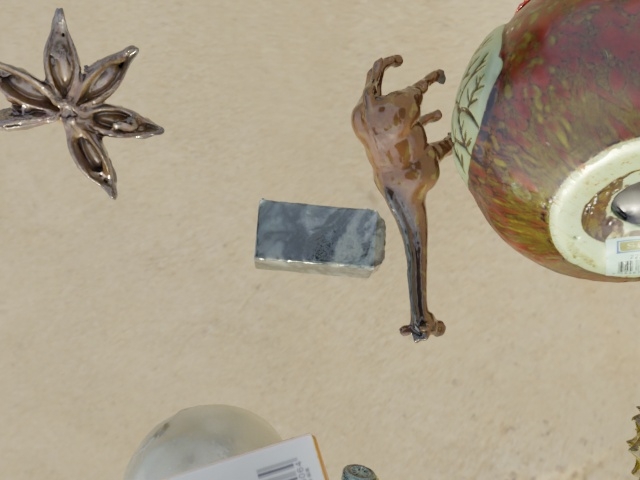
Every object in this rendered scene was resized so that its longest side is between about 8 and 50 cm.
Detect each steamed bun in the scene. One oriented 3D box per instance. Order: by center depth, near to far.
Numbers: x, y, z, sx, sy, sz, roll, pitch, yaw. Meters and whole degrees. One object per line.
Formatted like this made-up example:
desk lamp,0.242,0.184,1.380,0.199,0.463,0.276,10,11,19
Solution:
steamed bun,-0.159,0.401,1.612,0.177,0.283,0.283,19,114,54

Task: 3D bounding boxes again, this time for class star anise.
star anise,-0.270,-0.155,1.136,0.208,0.063,0.171,22,97,-17

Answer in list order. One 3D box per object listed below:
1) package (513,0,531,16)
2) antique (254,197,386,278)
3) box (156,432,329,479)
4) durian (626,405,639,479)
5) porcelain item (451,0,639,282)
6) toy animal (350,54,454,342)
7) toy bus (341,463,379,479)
package,0.412,-0.157,1.217,0.423,0.123,0.196,42,139,5
antique,0.000,0.000,1.474,0.183,0.086,0.088,6,78,-2
box,-0.068,0.315,0.839,0.221,0.091,0.273,-15,75,-3
durian,0.365,0.243,1.021,0.140,0.078,0.224,-5,89,37
porcelain item,0.213,-0.101,0.732,0.253,0.253,0.253,5,105,20
toy animal,0.090,-0.045,0.999,0.066,0.229,0.224,-10,128,36
toy bus,0.065,0.456,1.517,0.123,0.335,0.121,14,105,5
